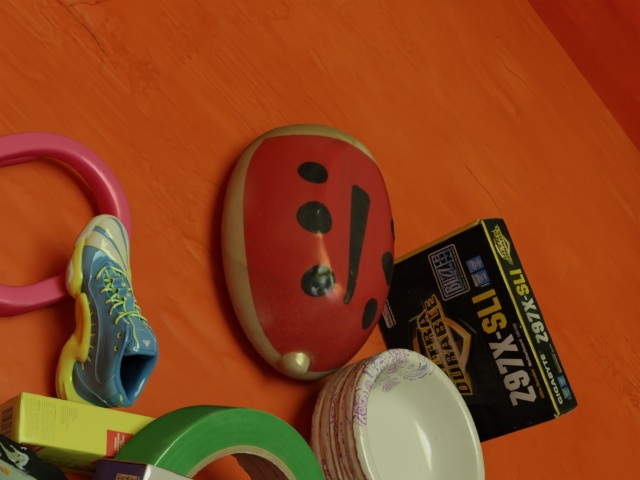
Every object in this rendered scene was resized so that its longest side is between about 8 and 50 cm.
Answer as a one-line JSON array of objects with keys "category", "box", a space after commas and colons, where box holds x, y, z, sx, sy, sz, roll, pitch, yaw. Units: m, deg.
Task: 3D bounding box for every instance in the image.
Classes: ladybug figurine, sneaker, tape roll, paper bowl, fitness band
[{"category": "ladybug figurine", "box": [0.000, 0.000, 1.572, 0.305, 0.162, 0.449, 32, 46, -34]}, {"category": "sneaker", "box": [-0.231, 0.087, 1.222, 0.091, 0.126, 0.240, 16, 76, -55]}, {"category": "tape roll", "box": [-0.120, 0.350, 1.192, 0.321, 0.077, 0.321, 5, 84, -47]}, {"category": "paper bowl", "box": [0.097, 0.309, 1.503, 0.284, 0.148, 0.284, 29, 47, -37]}, {"category": "fitness band", "box": [-0.349, -0.024, 1.261, 0.291, 0.054, 0.209, -24, 87, -52]}]

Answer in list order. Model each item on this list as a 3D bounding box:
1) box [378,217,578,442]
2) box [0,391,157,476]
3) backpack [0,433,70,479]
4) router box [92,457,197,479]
[{"category": "box", "box": [0.229, 0.157, 1.668, 0.079, 0.257, 0.322, -7, 74, -52]}, {"category": "box", "box": [-0.258, 0.227, 1.184, 0.232, 0.087, 0.058, 23, 52, -42]}, {"category": "backpack", "box": [-0.328, 0.293, 1.034, 0.152, 0.115, 0.182, 40, 44, -30]}, {"category": "router box", "box": [-0.134, 0.422, 1.053, 0.301, 0.082, 0.335, 31, 64, -41]}]
